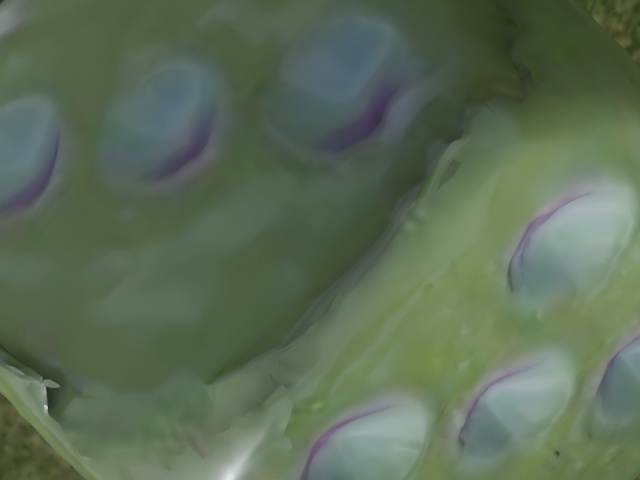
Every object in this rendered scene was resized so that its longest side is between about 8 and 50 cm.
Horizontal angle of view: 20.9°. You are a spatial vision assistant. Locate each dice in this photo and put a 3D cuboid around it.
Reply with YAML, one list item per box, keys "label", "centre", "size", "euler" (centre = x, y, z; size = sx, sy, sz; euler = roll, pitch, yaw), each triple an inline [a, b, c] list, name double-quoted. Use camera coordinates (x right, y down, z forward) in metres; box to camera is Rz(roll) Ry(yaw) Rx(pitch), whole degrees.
- label: "dice"
  centre: [0.000, 0.000, 0.721]
  size: [0.252, 0.250, 0.254]
  euler: [42, 177, 39]
